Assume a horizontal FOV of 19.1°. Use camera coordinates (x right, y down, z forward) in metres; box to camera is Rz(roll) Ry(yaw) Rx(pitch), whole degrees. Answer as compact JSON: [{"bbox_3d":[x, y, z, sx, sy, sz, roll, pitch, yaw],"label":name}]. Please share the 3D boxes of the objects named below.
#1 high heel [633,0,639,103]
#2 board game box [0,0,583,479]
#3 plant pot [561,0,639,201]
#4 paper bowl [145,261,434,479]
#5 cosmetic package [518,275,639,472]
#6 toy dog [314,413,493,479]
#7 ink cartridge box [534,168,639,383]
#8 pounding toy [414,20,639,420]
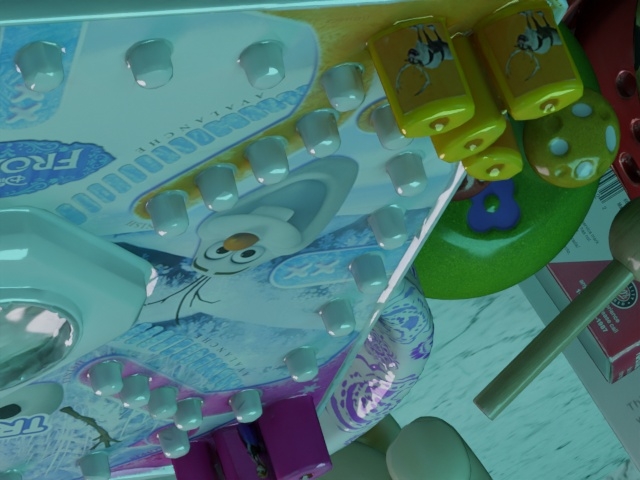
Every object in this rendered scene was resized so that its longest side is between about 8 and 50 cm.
[{"bbox_3d":[0.214,-0.149,0.993,0.093,0.261,0.186,10,171,11],"label":"high heel"},{"bbox_3d":[-0.134,0.043,0.751,0.390,0.050,0.390,-7,151,-22],"label":"board game box"},{"bbox_3d":[0.246,-0.115,1.179,0.191,0.174,0.191,-29,162,-10],"label":"plant pot"},{"bbox_3d":[-0.095,0.029,0.965,0.284,0.148,0.284,-13,152,-7],"label":"paper bowl"},{"bbox_3d":[0.429,0.075,1.758,0.329,0.327,0.394,-37,163,14],"label":"cosmetic package"},{"bbox_3d":[0.016,0.289,1.335,0.285,0.408,0.395,-16,123,-26],"label":"toy dog"},{"bbox_3d":[0.277,-0.028,1.471,0.237,0.172,0.100,-32,162,-1],"label":"ink cartridge box"},{"bbox_3d":[0.107,-0.032,1.033,0.183,0.237,0.110,-41,-163,-12],"label":"pounding toy"}]
